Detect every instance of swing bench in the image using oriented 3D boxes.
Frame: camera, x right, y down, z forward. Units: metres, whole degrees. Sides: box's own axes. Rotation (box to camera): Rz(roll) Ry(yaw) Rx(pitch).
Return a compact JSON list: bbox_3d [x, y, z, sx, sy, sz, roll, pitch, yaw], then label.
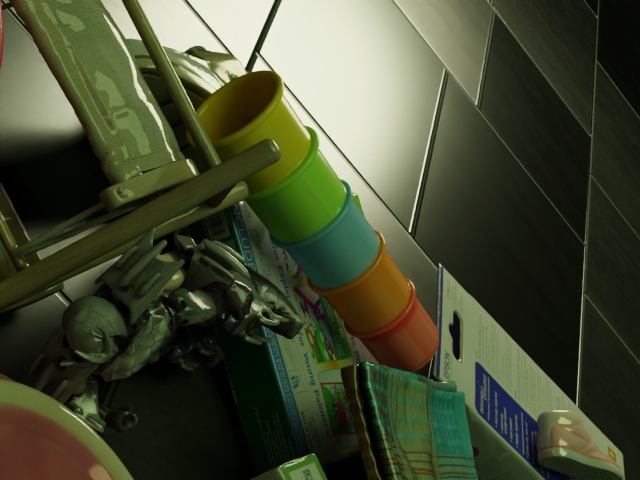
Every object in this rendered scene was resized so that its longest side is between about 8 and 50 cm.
[{"bbox_3d":[-0.207,-0.102,1.230,0.253,0.254,0.165,63,-15,3],"label":"swing bench"}]

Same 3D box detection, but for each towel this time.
[{"bbox_3d":[0.108,0.243,1.438,0.370,0.040,0.272,29,45,-73],"label":"towel"}]

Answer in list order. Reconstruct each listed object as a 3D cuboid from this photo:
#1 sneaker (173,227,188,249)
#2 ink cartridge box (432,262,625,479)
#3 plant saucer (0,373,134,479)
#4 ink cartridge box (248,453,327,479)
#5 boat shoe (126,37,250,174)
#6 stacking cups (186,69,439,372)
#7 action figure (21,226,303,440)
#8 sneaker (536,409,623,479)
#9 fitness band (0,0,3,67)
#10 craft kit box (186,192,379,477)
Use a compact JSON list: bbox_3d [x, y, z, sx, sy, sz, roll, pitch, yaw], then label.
[{"bbox_3d":[-0.107,-0.010,1.492,0.031,0.035,0.083,50,26,-15],"label":"sneaker"},{"bbox_3d":[0.216,0.204,1.805,0.371,0.069,0.176,47,30,-29],"label":"ink cartridge box"},{"bbox_3d":[-0.203,0.216,1.045,0.332,0.084,0.332,41,32,-32],"label":"plant saucer"},{"bbox_3d":[-0.016,0.282,1.273,0.062,0.109,0.209,-12,74,-62],"label":"ink cartridge box"},{"bbox_3d":[-0.118,-0.119,1.515,0.302,0.113,0.103,36,32,-58],"label":"boat shoe"},{"bbox_3d":[0.000,0.000,1.451,0.316,0.096,0.096,57,24,-32],"label":"stacking cups"},{"bbox_3d":[-0.118,0.066,1.254,0.099,0.185,0.285,55,17,9],"label":"action figure"},{"bbox_3d":[0.278,0.220,1.775,0.134,0.051,0.070,28,47,-40],"label":"sneaker"},{"bbox_3d":[-0.323,-0.177,1.109,0.209,0.054,0.291,-6,82,-17],"label":"fitness band"},{"bbox_3d":[-0.008,0.080,1.514,0.246,0.061,0.250,-3,76,-58],"label":"craft kit box"}]
